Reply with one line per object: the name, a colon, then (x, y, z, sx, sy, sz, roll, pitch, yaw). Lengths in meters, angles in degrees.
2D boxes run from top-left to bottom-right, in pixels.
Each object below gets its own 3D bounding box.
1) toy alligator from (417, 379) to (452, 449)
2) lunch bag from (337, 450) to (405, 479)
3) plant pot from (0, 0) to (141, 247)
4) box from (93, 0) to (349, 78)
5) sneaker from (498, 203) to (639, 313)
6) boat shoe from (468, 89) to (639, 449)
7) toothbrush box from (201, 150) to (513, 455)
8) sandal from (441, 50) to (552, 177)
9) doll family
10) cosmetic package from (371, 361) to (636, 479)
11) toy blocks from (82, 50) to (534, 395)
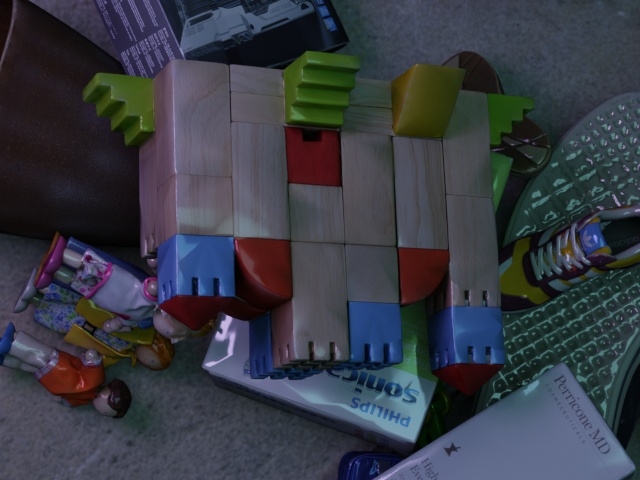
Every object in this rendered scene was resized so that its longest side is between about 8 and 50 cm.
toy alligator: (0.098, 0.173, 1.507, 0.051, 0.056, 0.189, -11, 89, 30)
lunch bag: (0.052, 0.255, 1.482, 0.067, 0.065, 0.098, 5, 85, -11)
plant pot: (-0.220, -0.084, 1.397, 0.230, 0.215, 0.215, 22, 82, -24)
box: (-0.125, -0.287, 1.412, 0.242, 0.076, 0.307, -25, 91, -52)
sneaker: (0.227, 0.009, 1.386, 0.185, 0.084, 0.069, -22, 74, 0)
boat shoe: (0.249, 0.091, 1.486, 0.187, 0.156, 0.500, 17, 80, 11)
toothbrush box: (0.037, 0.032, 1.435, 0.206, 0.122, 0.283, 18, 77, 6)
sandal: (0.168, -0.117, 1.508, 0.072, 0.049, 0.180, -37, 53, 0)
doll family: (-0.183, 0.061, 1.383, 0.163, 0.263, 0.118, 25, 53, -13)
cosmetic package: (0.150, 0.217, 1.347, 0.231, 0.085, 0.117, -33, 74, 2)
toy blocks: (0.000, 0.000, 1.272, 0.381, 0.191, 0.261, 4, 76, -24)
